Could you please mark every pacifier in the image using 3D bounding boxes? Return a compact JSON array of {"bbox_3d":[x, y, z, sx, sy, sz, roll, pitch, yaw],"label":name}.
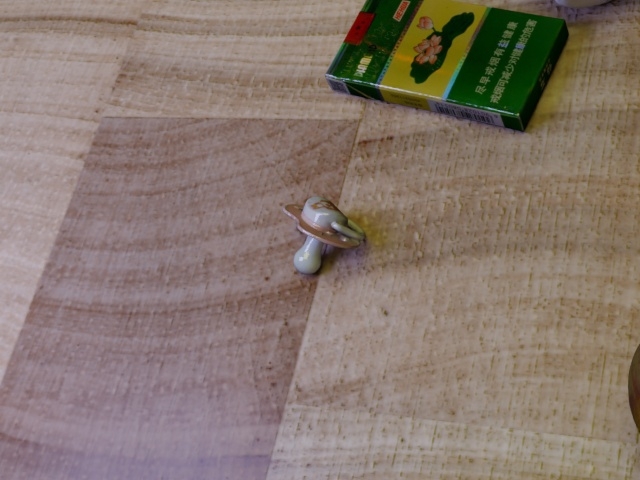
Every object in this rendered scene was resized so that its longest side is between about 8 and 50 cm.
[{"bbox_3d":[0.000,0.000,1.197,0.078,0.081,0.099,-67,28,14],"label":"pacifier"}]

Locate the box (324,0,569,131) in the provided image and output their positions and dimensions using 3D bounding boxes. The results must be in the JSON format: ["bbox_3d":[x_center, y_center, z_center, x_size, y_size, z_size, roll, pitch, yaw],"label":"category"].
[{"bbox_3d":[0.134,-0.200,1.274,0.235,0.034,0.132,16,68,28],"label":"box"}]

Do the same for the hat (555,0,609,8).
[{"bbox_3d":[0.276,-0.322,1.225,0.203,0.203,0.126,-20,73,9],"label":"hat"}]

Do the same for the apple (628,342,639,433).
[{"bbox_3d":[0.343,0.113,0.900,0.211,0.211,0.188,-44,55,-8],"label":"apple"}]
